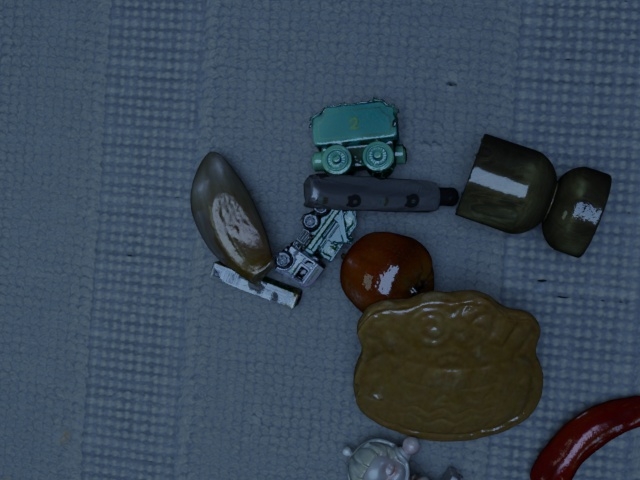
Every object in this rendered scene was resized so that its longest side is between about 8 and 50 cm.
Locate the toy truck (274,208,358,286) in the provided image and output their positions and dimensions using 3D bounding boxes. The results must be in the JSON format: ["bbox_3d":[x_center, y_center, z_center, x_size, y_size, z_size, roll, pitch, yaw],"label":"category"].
[{"bbox_3d":[0.000,0.000,1.721,0.116,0.110,0.216,36,97,2],"label":"toy truck"}]

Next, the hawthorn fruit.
[{"bbox_3d":[0.124,0.068,1.682,0.225,0.196,0.196,26,95,36],"label":"hawthorn fruit"}]

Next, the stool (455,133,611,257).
[{"bbox_3d":[0.423,-0.092,1.617,0.264,0.179,0.179,20,94,7],"label":"stool"}]

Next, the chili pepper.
[{"bbox_3d":[0.555,0.427,1.653,0.368,0.092,0.137,-43,96,10],"label":"chili pepper"}]

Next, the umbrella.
[{"bbox_3d":[0.129,-0.095,1.661,0.337,0.067,0.073,2,91,-17],"label":"umbrella"}]

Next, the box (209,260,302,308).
[{"bbox_3d":[-0.142,0.097,1.772,0.207,0.050,0.041,19,97,8],"label":"box"}]

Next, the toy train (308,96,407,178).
[{"bbox_3d":[0.078,-0.209,1.706,0.203,0.112,0.163,-5,83,7],"label":"toy train"}]

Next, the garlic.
[{"bbox_3d":[-0.203,-0.043,1.732,0.143,0.112,0.318,-36,78,24],"label":"garlic"}]

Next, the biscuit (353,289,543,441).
[{"bbox_3d":[0.260,0.265,1.623,0.385,0.062,0.365,-1,119,1],"label":"biscuit"}]

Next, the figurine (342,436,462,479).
[{"bbox_3d":[0.165,0.502,1.696,0.256,0.144,0.182,31,116,5],"label":"figurine"}]
